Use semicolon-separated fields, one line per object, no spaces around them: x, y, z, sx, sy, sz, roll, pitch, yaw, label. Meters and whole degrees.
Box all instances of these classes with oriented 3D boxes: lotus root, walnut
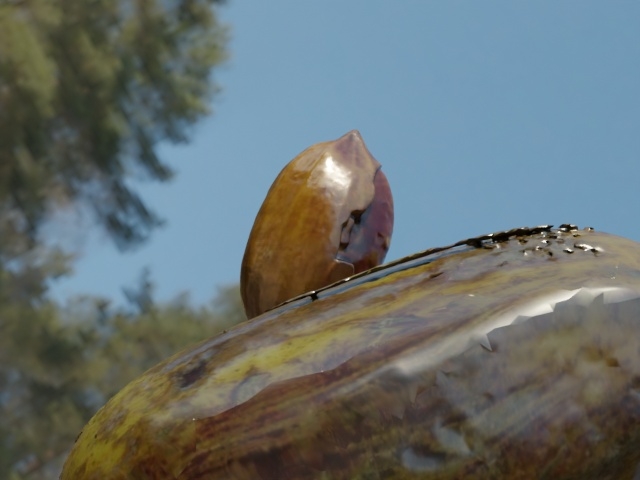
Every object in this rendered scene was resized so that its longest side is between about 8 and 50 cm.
0.028;0.121;0.919;0.179;0.398;0.195;-128;-159;-66;lotus root
0.000;0.000;1.568;0.116;0.207;0.116;15;-20;6;walnut
